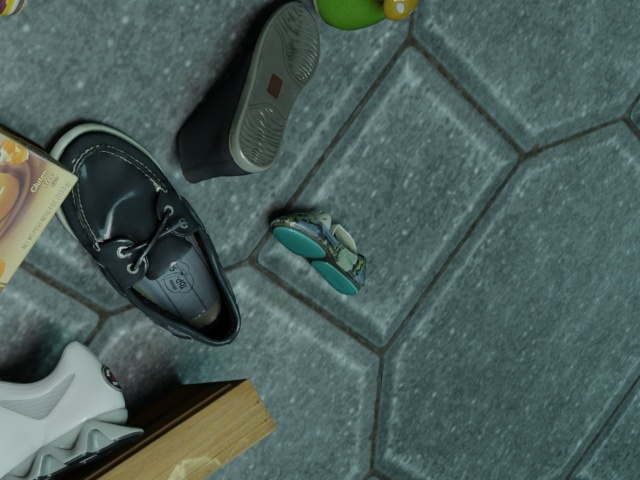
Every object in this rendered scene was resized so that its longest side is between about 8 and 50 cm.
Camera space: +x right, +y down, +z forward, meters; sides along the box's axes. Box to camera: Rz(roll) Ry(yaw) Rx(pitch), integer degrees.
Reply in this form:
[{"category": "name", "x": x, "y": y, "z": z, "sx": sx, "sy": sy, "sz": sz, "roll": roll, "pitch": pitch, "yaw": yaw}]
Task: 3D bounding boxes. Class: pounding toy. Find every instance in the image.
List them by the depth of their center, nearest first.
[{"category": "pounding toy", "x": 0.080, "y": -0.304, "z": 1.850, "sx": 0.183, "sy": 0.110, "sz": 0.237, "roll": -59, "pitch": 156, "yaw": -1}]

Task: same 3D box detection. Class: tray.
[{"category": "tray", "x": -0.264, "y": 0.288, "z": 1.886, "sx": 0.411, "sy": 0.203, "sz": 0.076, "roll": -31, "pitch": 98, "yaw": -26}]

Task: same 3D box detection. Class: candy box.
[{"category": "candy box", "x": -0.400, "y": 0.018, "z": 1.652, "sx": 0.316, "sy": 0.087, "sz": 0.183, "roll": -55, "pitch": 138, "yaw": 1}]

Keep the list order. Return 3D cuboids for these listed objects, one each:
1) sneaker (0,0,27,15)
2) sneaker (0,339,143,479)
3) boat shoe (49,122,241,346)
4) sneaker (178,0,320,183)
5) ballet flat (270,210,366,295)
[{"category": "sneaker", "x": -0.304, "y": -0.286, "z": 1.556, "sx": 0.084, "sy": 0.070, "sz": 0.185, "roll": -17, "pitch": 126, "yaw": -43}, {"category": "sneaker", "x": -0.365, "y": 0.217, "z": 1.819, "sx": 0.331, "sy": 0.146, "sz": 0.122, "roll": -27, "pitch": 171, "yaw": -1}, {"category": "boat shoe", "x": -0.178, "y": 0.009, "z": 1.847, "sx": 0.127, "sy": 0.113, "sz": 0.340, "roll": -41, "pitch": 138, "yaw": -16}, {"category": "sneaker", "x": -0.084, "y": -0.164, "z": 1.864, "sx": 0.083, "sy": 0.118, "sz": 0.222, "roll": 42, "pitch": 55, "yaw": -31}, {"category": "ballet flat", "x": 0.000, "y": 0.000, "z": 2.069, "sx": 0.070, "sy": 0.070, "sz": 0.188, "roll": -51, "pitch": 142, "yaw": -6}]
